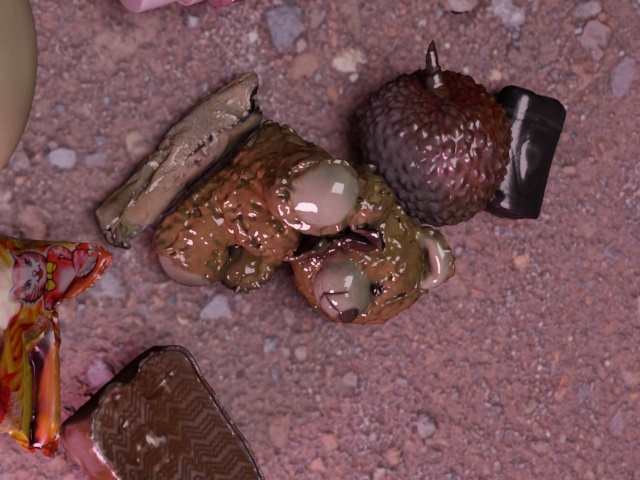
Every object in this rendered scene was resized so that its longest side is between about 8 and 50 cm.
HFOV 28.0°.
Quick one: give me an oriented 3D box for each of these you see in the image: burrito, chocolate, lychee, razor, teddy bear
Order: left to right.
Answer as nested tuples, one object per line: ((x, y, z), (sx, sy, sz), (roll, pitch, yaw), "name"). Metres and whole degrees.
((-0.158, 0.214, 1.258), (0.148, 0.093, 0.214), (-45, 112, -41), "chocolate")
((-0.136, -0.081, 1.278), (0.063, 0.058, 0.229), (48, 71, -18), "burrito")
((0.000, 0.000, 1.279), (0.256, 0.267, 0.156), (43, 46, -29), "teddy bear")
((0.120, -0.108, 1.343), (0.165, 0.165, 0.197), (-19, 130, -25), "lychee")
((0.226, -0.097, 1.463), (0.090, 0.054, 0.148), (14, 89, -28), "razor")

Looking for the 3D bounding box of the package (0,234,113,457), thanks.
((-0.351, 0.079, 1.155), (0.288, 0.108, 0.223), (14, 95, -23), "package")

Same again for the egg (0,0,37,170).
((-0.335, -0.158, 1.091), (0.189, 0.188, 0.253), (-16, 106, -25), "egg")

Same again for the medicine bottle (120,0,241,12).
((-0.084, -0.302, 1.234), (0.247, 0.147, 0.147), (-23, 105, -25), "medicine bottle")
